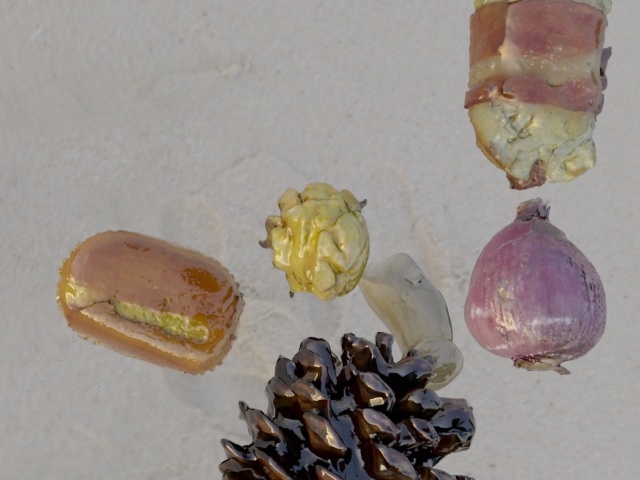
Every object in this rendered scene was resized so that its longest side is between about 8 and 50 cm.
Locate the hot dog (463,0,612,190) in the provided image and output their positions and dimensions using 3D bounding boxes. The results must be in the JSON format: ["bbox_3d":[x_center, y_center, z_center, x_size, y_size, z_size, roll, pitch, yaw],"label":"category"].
[{"bbox_3d":[0.197,-0.151,0.918,0.146,0.103,0.213,13,84,-18],"label":"hot dog"}]

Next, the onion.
[{"bbox_3d":[0.411,0.060,1.819,0.267,0.159,0.348,7,73,-17],"label":"onion"}]

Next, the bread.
[{"bbox_3d":[-0.262,0.094,1.515,0.288,0.156,0.204,21,91,-13],"label":"bread"}]

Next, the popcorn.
[{"bbox_3d":[0.000,0.000,1.251,0.152,0.167,0.148,-26,103,8],"label":"popcorn"}]

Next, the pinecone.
[{"bbox_3d":[0.046,0.241,1.099,0.298,0.242,0.295,43,53,-28],"label":"pinecone"}]

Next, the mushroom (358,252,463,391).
[{"bbox_3d":[0.129,0.105,1.377,0.108,0.096,0.247,29,22,-32],"label":"mushroom"}]
